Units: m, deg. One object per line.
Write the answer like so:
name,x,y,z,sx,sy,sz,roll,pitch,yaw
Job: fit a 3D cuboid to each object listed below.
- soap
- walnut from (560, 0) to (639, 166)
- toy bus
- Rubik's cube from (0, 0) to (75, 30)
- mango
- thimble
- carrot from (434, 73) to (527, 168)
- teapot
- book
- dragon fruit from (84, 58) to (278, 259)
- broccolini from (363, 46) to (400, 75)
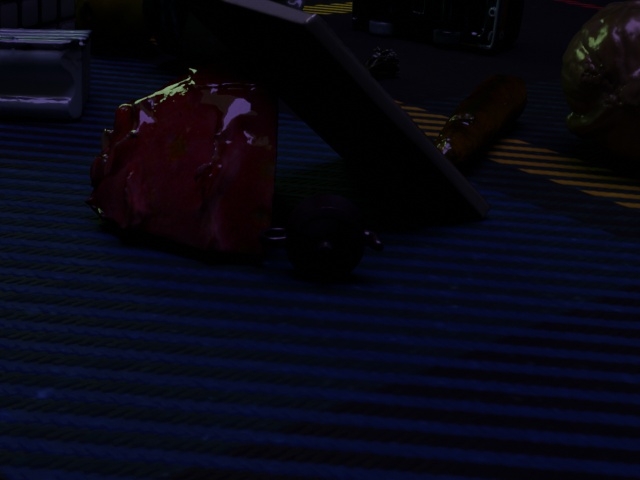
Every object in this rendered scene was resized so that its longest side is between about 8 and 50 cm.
soap,-0.402,-0.200,1.257,0.262,0.094,0.150,1,17,-7
walnut,0.371,-0.182,1.232,0.198,0.198,0.245,13,23,21
toy bus,0.208,-0.414,1.856,0.275,0.138,0.167,16,22,31
Rubik's cube,-0.487,-0.365,1.454,0.237,0.236,0.238,11,23,19
mango,-0.303,-0.373,1.630,0.130,0.167,0.262,14,16,-15
thimble,-0.128,-0.376,1.525,0.167,0.254,0.288,12,21,17
carrot,0.182,-0.133,1.252,0.066,0.066,0.314,12,26,18
teapot,0.000,0.000,0.858,0.100,0.067,0.045,1,24,0
book,0.010,-0.132,0.999,0.217,0.021,0.310,28,-9,45
dragon fruit,-0.107,-0.087,0.978,0.163,0.189,0.261,32,12,-15
broccolini,0.047,-0.227,1.501,0.044,0.042,0.218,19,32,28
